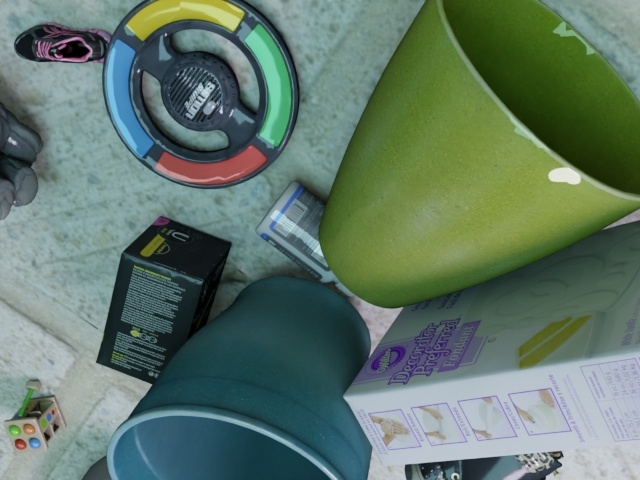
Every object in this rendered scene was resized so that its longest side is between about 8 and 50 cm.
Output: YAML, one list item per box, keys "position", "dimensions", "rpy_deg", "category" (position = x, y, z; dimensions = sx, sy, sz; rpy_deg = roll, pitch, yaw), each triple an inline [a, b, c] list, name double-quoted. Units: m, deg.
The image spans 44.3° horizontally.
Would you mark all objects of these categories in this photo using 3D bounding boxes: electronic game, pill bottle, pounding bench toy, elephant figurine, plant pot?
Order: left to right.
- position: [-0.471, -0.098, 0.935]
  dimensions: [0.239, 0.169, 0.186]
  rpy_deg: [2, 83, 26]
  category: "elephant figurine"
- position: [-0.405, 0.246, 1.096]
  dimensions: [0.052, 0.065, 0.083]
  rpy_deg: [-9, 109, 14]
  category: "pounding bench toy"
- position: [-0.137, -0.168, 0.889]
  dimensions: [0.229, 0.048, 0.229]
  rpy_deg: [3, 112, 8]
  category: "electronic game"
- position: [-0.058, 0.185, 0.884]
  dimensions: [0.272, 0.255, 0.271]
  rpy_deg: [10, 131, 12]
  category: "plant pot"
- position: [0.000, 0.000, 0.915]
  dimensions: [0.137, 0.078, 0.078]
  rpy_deg: [37, 113, -6]
  category: "pill bottle"
- position: [0.134, -0.064, 0.788]
  dimensions: [0.275, 0.275, 0.293]
  rpy_deg: [39, 129, -6]
  category: "plant pot"

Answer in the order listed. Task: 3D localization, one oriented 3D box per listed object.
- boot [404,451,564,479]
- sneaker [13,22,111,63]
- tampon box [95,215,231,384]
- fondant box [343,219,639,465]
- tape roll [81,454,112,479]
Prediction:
- position: [0.242, 0.332, 0.999]
  dimensions: [0.178, 0.085, 0.236]
  rpy_deg: [-36, 101, 19]
  category: "boot"
- position: [-0.300, -0.221, 0.895]
  dimensions: [0.119, 0.057, 0.047]
  rpy_deg: [2, 115, 11]
  category: "sneaker"
- position: [-0.190, 0.074, 0.957]
  dimensions: [0.101, 0.120, 0.161]
  rpy_deg: [20, 113, 2]
  category: "tampon box"
- position: [0.216, 0.096, 0.775]
  dimensions: [0.330, 0.238, 0.096]
  rpy_deg: [-19, 108, 38]
  category: "fondant box"
- position: [-0.260, 0.413, 1.133]
  dimensions: [0.219, 0.072, 0.219]
  rpy_deg: [4, 111, 9]
  category: "tape roll"
